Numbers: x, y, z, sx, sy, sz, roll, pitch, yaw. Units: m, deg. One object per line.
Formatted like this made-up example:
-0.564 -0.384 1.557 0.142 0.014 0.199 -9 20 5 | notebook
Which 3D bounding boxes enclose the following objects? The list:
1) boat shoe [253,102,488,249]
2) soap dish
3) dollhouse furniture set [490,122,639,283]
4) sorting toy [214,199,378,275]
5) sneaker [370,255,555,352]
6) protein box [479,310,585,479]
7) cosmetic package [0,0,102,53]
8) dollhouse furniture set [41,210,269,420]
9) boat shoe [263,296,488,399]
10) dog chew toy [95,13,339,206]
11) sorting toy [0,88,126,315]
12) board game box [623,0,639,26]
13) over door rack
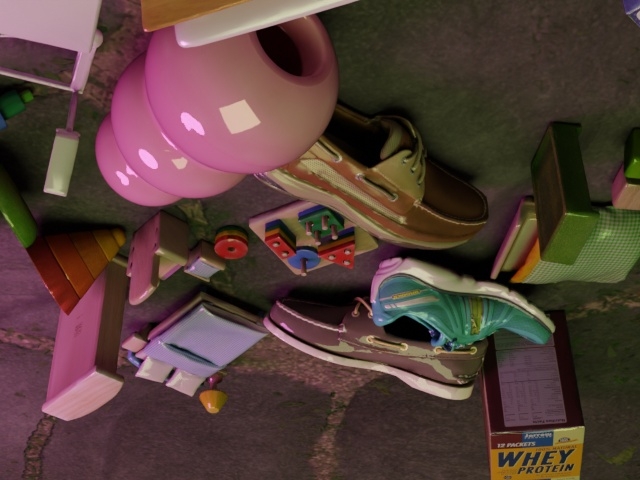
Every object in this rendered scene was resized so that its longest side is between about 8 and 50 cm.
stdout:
0.070 -0.086 1.382 0.324 0.123 0.120 18 135 -23 | boat shoe
-0.028 -0.293 0.999 0.228 0.291 0.118 -13 121 17 | soap dish
0.352 0.010 1.480 0.197 0.151 0.302 5 142 -7 | dollhouse furniture set
0.000 0.000 1.549 0.274 0.046 0.132 -19 139 22 | sorting toy
0.196 0.105 1.617 0.275 0.110 0.107 16 171 -13 | sneaker
0.316 0.248 1.744 0.135 0.201 0.200 -5 142 6 | protein box
-0.266 -0.363 0.996 0.217 0.156 0.385 12 141 -15 | cosmetic package
-0.190 0.160 1.629 0.303 0.198 0.286 28 134 -32 | dollhouse furniture set
0.082 0.135 1.673 0.324 0.116 0.097 18 110 -2 | boat shoe
-0.132 -0.140 1.254 0.206 0.207 0.332 26 142 -30 | dog chew toy
-0.344 -0.057 1.454 0.126 0.127 0.366 -30 139 -11 | sorting toy
0.443 -0.269 1.219 0.201 0.035 0.136 -31 133 33 | board game box
-0.342 -0.172 1.125 0.239 0.324 0.108 11 115 -13 | over door rack
